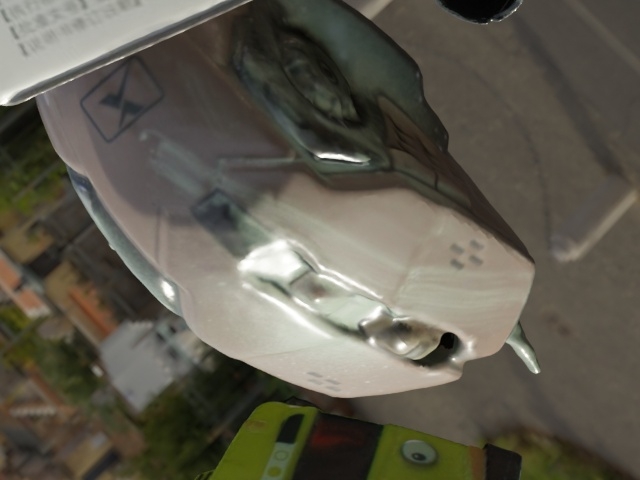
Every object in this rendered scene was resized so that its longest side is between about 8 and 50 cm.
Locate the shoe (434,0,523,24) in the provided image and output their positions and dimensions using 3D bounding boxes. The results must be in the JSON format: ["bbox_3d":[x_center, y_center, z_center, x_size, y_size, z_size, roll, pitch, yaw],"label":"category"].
[{"bbox_3d":[0.117,-0.219,1.147,0.108,0.093,0.241,24,-167,-6],"label":"shoe"}]

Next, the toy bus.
[{"bbox_3d":[-0.003,0.200,0.662,0.150,0.128,0.262,18,130,9],"label":"toy bus"}]

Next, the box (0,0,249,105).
[{"bbox_3d":[-0.076,-0.216,0.423,0.106,0.200,0.299,-115,0,-63],"label":"box"}]

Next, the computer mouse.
[{"bbox_3d":[-0.001,0.003,0.825,0.199,0.115,0.389,-35,123,26],"label":"computer mouse"}]
